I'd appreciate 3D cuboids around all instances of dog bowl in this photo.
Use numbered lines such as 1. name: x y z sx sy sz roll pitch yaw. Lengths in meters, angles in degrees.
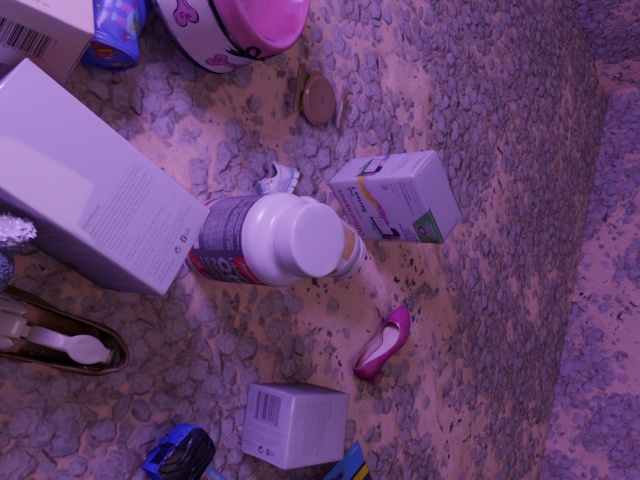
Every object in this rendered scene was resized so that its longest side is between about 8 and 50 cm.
1. dog bowl: -0.151 -0.530 1.037 0.408 0.150 0.408 6 90 -65

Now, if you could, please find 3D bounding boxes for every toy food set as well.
1. toy food set: -0.009 -0.352 1.361 0.192 0.038 0.132 9 90 -50

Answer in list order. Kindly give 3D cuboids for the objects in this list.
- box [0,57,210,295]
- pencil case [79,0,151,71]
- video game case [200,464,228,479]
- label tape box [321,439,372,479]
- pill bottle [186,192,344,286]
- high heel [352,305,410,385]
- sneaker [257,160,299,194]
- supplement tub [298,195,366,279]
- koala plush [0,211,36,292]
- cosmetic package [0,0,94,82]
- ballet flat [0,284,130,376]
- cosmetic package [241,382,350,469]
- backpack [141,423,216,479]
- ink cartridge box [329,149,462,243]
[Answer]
1. box: -0.384 -0.074 0.847 0.345 0.215 0.168 44 60 -37
2. pencil case: -0.343 -0.444 0.958 0.133 0.119 0.306 43 57 -67
3. video game case: -0.261 0.544 1.112 0.119 0.015 0.166 55 54 -30
4. label tape box: 0.035 0.685 1.348 0.240 0.106 0.333 -34 113 -41
5. pill bottle: -0.112 -0.002 1.048 0.176 0.318 0.176 0 90 -44
6. high heel: 0.166 0.272 1.502 0.244 0.082 0.117 -57 138 -13
7. sneaker: -0.113 -0.094 1.235 0.083 0.071 0.190 29 61 -35
8. supplement tub: 0.000 0.000 1.286 0.200 0.144 0.144 34 66 -40
9. koala plush: -0.491 0.011 0.693 0.221 0.203 0.196 21 82 -4
10. cosmetic package: -0.426 -0.395 0.784 0.160 0.113 0.309 13 53 -44
11. ballet flat: -0.444 0.145 0.848 0.342 0.124 0.116 34 66 -40
12. cosmetic package: -0.054 0.406 1.226 0.184 0.151 0.151 14 80 -43
13. backpack: -0.270 0.409 1.042 0.120 0.101 0.098 -49 124 -39
14. ink cartridge box: 0.185 -0.105 1.383 0.117 0.278 0.201 -48 122 -31
